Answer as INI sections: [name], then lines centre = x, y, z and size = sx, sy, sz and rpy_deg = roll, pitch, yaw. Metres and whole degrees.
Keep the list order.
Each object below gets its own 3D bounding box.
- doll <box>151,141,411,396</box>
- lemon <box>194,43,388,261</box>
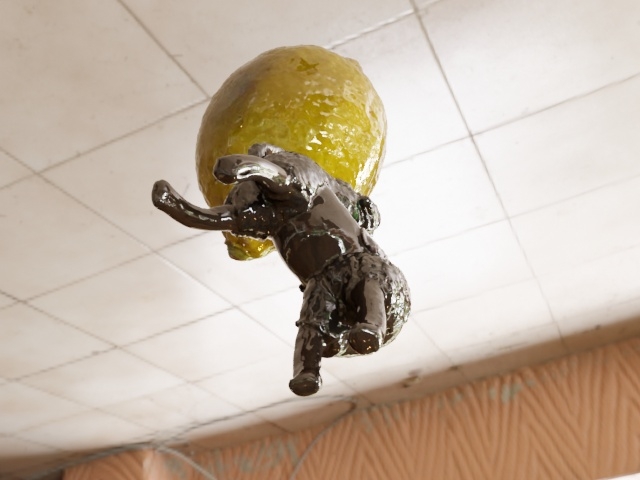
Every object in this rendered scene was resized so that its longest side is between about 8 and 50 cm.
[doll]
centre = 0.000, 0.000, 0.389
size = 0.057, 0.139, 0.165
rpy_deg = -46, 165, 22
[lemon]
centre = -0.028, -0.092, 0.763
size = 0.188, 0.256, 0.188
rpy_deg = 25, 160, 10
